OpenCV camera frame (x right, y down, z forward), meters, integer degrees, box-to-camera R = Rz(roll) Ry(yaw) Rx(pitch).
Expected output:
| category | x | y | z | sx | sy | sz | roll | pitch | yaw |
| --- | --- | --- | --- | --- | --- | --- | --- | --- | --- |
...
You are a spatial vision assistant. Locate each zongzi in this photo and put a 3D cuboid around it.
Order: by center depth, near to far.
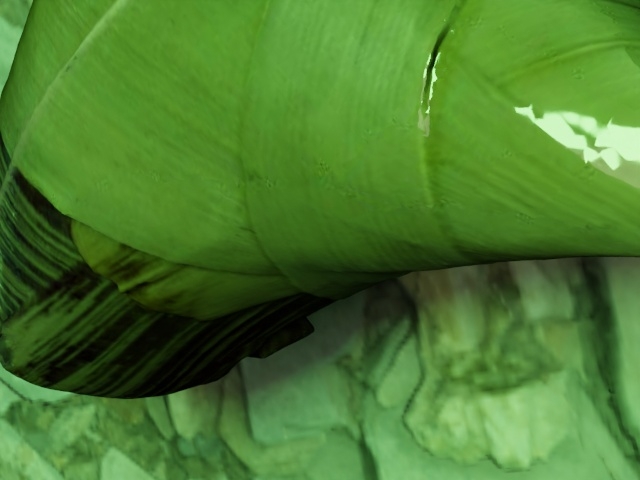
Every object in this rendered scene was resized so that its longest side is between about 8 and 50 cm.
| category | x | y | z | sx | sy | sz | roll | pitch | yaw |
| --- | --- | --- | --- | --- | --- | --- | --- | --- | --- |
| zongzi | 0.000 | 0.000 | 0.587 | 0.317 | 0.154 | 0.289 | 58 | 136 | 41 |
